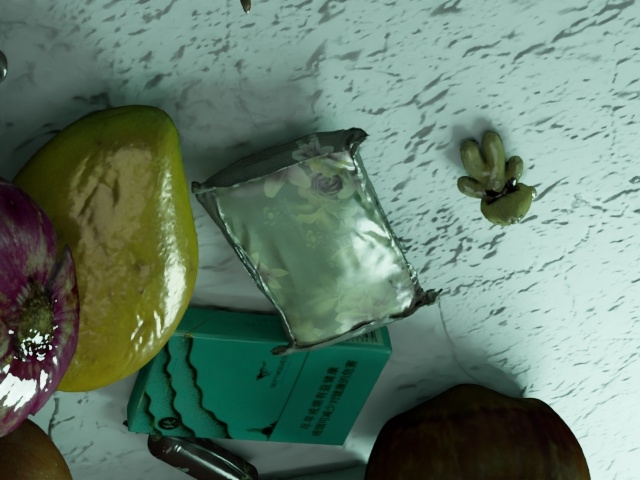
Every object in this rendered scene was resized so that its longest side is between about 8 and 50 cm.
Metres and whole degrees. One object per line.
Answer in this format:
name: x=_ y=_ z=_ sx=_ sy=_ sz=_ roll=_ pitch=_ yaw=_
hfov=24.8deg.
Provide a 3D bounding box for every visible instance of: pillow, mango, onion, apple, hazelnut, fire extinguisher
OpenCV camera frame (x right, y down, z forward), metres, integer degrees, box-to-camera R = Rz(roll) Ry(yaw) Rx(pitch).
pillow: x=0.000 y=0.000 z=1.275 sx=0.169 sy=0.059 sz=0.255 roll=-18 pitch=136 yaw=8
mango: x=-0.188 y=0.013 z=1.209 sx=0.176 sy=0.119 sz=0.317 roll=12 pitch=129 yaw=-11
onion: x=-0.285 y=0.058 z=1.089 sx=0.201 sy=0.200 sz=0.207 roll=13 pitch=120 yaw=-24
apple: x=-0.327 y=0.258 z=1.402 sx=0.181 sy=0.181 sz=0.168 roll=-12 pitch=134 yaw=1
hazelnut: x=0.159 y=0.255 z=1.477 sx=0.234 sy=0.218 sz=0.218 roll=-13 pitch=138 yaw=4
fire extinguisher: x=-0.129 y=0.221 z=1.499 sx=0.064 sy=0.043 sz=0.158 roll=1 pitch=153 yaw=44

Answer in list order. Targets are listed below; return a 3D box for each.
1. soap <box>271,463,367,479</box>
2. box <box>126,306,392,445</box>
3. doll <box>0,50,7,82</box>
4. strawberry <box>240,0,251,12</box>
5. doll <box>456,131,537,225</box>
soap: x=-0.047 y=0.338 z=1.567 sx=0.261 sy=0.150 sz=0.094 roll=-8 pitch=143 yaw=-3
box: x=-0.062 y=0.135 z=1.420 sx=0.226 sy=0.042 sz=0.161 roll=6 pitch=135 yaw=-17
doll: x=-0.354 y=-0.115 z=1.034 sx=0.257 sy=0.117 sz=0.182 roll=0 pitch=141 yaw=-10
strawberry: x=-0.090 y=-0.267 z=0.964 sx=0.208 sy=0.087 sz=0.167 roll=38 pitch=102 yaw=-11
doll: x=0.151 y=-0.053 z=1.272 sx=0.061 sy=0.051 sz=0.093 roll=-22 pitch=108 yaw=13
